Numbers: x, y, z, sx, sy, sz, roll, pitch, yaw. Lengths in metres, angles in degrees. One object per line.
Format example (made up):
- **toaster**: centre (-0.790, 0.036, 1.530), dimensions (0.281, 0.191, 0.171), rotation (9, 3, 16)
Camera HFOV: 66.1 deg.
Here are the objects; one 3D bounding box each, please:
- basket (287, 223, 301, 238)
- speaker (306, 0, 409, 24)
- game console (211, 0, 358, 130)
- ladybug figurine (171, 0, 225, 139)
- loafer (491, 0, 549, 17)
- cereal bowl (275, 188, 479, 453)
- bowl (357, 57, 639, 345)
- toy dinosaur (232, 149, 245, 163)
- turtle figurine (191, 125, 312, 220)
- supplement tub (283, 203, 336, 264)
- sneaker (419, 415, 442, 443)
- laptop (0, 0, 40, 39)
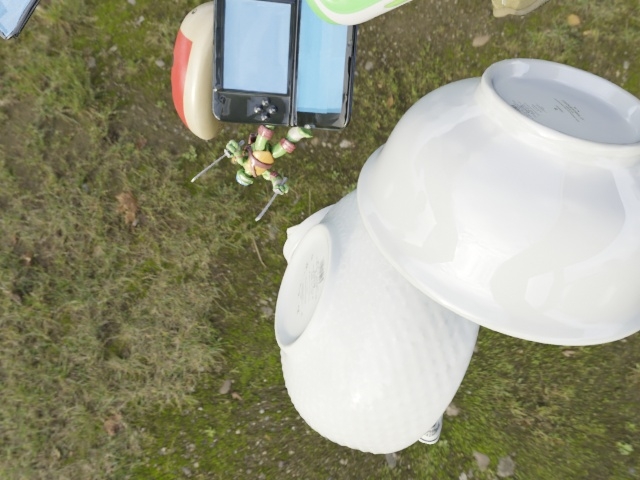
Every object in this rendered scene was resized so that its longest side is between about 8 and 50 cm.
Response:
- **basket**: centre (0.000, 0.000, 1.377), dimensions (0.167, 0.103, 0.113), rotation (-14, 76, 26)
- **speaker**: centre (0.102, -0.351, 0.571), dimensions (0.296, 0.131, 0.131), rotation (5, 71, 54)
- **game console**: centre (-0.073, -0.356, 0.891), dimensions (0.250, 0.173, 0.293), rotation (2, 102, -9)
- **ladybug figurine**: centre (-0.366, -0.536, 1.568), dimensions (0.161, 0.305, 0.450), rotation (21, 123, 6)
- **loafer**: centre (0.239, -0.299, 0.579), dimensions (0.056, 0.148, 0.050), rotation (-34, 109, 1)
- **cereal bowl**: centre (0.037, 0.075, 0.616), dimensions (0.141, 0.339, 0.339), rotation (19, 77, -19)
- **bowl**: centre (0.190, -0.068, 0.438), dimensions (0.297, 0.134, 0.298), rotation (6, 43, -6)
- **toy dinosaur**: centre (-0.269, -0.298, 1.722), dimensions (0.112, 0.211, 0.064), rotation (17, 91, 29)
- **turtle figurine**: centre (-0.154, -0.218, 1.356), dimensions (0.198, 0.274, 0.266), rotation (43, 117, 2)
- **supplement tub**: centre (0.082, 0.101, 0.987), dimensions (0.228, 0.228, 0.316), rotation (-34, 66, 0)
- **sneaker**: centre (0.299, 0.419, 1.330), dimensions (0.090, 0.095, 0.235), rotation (-1, 50, 12)
- **laptop**: centre (-0.314, -0.449, 0.344), dimensions (0.382, 0.407, 0.236), rotation (-50, 35, 12)
